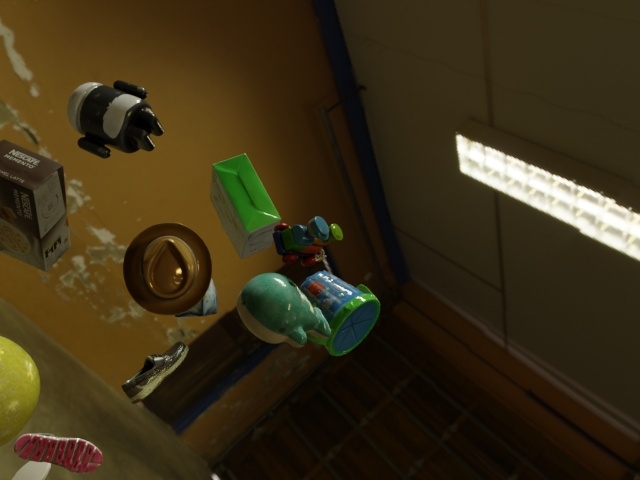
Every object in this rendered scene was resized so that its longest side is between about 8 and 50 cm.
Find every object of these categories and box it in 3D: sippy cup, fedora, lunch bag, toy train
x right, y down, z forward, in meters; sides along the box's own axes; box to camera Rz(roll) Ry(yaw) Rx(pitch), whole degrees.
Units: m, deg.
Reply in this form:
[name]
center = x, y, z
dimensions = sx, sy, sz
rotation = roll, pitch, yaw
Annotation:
[sippy cup]
center = 0.041, 0.225, 1.846
dimensions = 0.224, 0.240, 0.305
rotation = 39, 2, 32
[fedora]
center = -0.309, 0.057, 1.127
dimensions = 0.194, 0.194, 0.079
rotation = 51, -14, -7
[lunch bag]
center = -0.321, 0.118, 1.412
dimensions = 0.129, 0.096, 0.151
rotation = 56, 32, -85
[toy train]
center = 0.000, 0.000, 1.480
dimensions = 0.248, 0.143, 0.105
rotation = 12, 58, -55

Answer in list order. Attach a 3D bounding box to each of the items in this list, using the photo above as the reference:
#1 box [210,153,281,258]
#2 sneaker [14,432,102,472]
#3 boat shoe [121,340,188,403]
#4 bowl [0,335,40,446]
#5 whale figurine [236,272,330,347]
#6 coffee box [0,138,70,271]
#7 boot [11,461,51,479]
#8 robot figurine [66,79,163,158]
[box]
center = -0.258, -0.106, 1.831
dimensions = 0.262, 0.127, 0.231
rotation = 61, -22, 16
[sneaker]
center = -0.526, 0.422, 1.115
dimensions = 0.170, 0.063, 0.075
rotation = 24, -20, -27
[boat shoe]
center = -0.456, 0.350, 1.538
dimensions = 0.080, 0.223, 0.073
rotation = -17, -67, 42
[bowl]
center = -0.761, 0.358, 1.186
dimensions = 0.289, 0.289, 0.156
rotation = 57, -13, -25
[whale figurine]
center = -0.073, 0.168, 1.385
dimensions = 0.272, 0.141, 0.216
rotation = 21, 24, -39
[coffee box]
center = -0.621, -0.068, 1.169
dimensions = 0.141, 0.098, 0.246
rotation = 23, -45, 1
[boot]
center = -0.697, 0.608, 1.301
dimensions = 0.069, 0.190, 0.086
rotation = 20, -34, 21
[robot figurine]
center = -0.617, -0.365, 1.666
dimensions = 0.278, 0.209, 0.173
rotation = 22, -56, 8
